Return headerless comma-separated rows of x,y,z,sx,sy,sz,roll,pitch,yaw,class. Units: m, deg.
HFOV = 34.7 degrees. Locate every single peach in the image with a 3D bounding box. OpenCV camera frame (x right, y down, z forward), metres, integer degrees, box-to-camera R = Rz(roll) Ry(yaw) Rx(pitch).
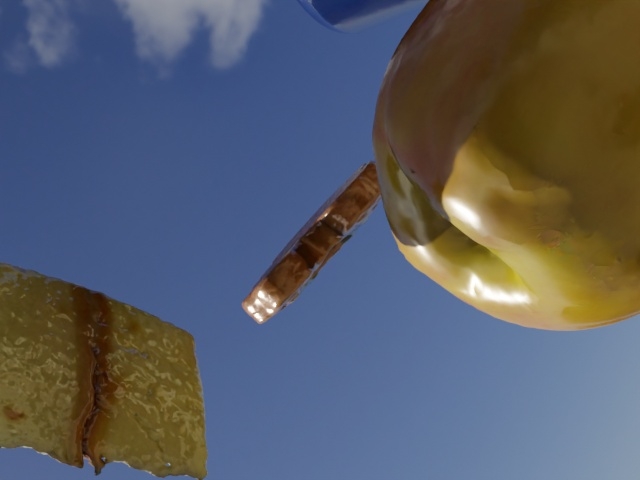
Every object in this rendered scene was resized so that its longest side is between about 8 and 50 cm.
0.202,-0.086,0.765,0.308,0.289,0.289,-42,-33,-16,peach

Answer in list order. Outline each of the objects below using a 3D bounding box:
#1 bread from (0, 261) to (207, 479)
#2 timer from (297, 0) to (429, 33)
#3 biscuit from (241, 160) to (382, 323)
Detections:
-0.220,0.135,0.816,0.240,0.178,0.135,22,-56,-31,bread
0.157,-0.363,0.975,0.270,0.383,0.271,17,-110,-59,timer
0.000,0.000,1.109,0.202,0.047,0.334,-48,3,1,biscuit
